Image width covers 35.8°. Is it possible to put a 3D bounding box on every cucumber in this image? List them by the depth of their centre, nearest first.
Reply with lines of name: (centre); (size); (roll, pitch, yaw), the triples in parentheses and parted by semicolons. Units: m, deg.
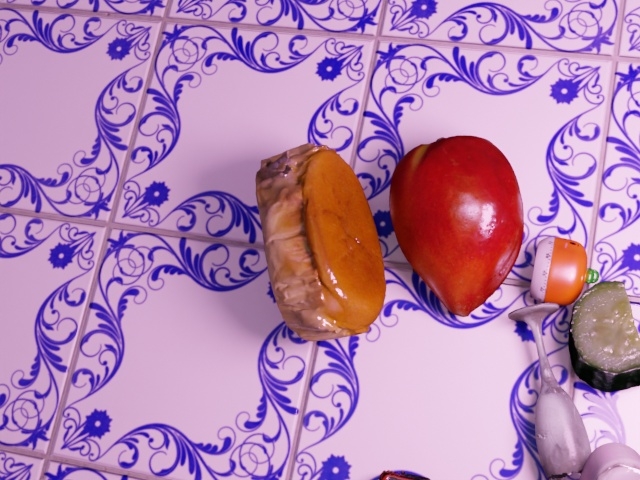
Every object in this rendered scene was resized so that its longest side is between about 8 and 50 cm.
cucumber: (0.534, 0.180, 1.809); (0.191, 0.130, 0.191); (-4, 65, 8)

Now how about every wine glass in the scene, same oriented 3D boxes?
wine glass: (0.342, 0.294, 1.830); (0.264, 0.096, 0.309); (-13, 71, 14)

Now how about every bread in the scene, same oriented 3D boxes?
bread: (0.005, 0.000, 1.925); (0.183, 0.236, 0.388); (-17, 78, 23)

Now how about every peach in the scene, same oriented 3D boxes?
peach: (0.257, -0.044, 1.889); (0.258, 0.201, 0.361); (-3, 72, 10)

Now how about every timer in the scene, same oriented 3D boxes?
timer: (0.462, 0.060, 1.868); (0.136, 0.099, 0.136); (-2, 83, 18)

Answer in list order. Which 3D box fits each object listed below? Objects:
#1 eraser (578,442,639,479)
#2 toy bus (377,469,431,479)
eraser: (0.518, 0.497, 1.649); (0.331, 0.150, 0.331); (1, 94, 9)
toy bus: (0.208, 0.486, 1.805); (0.235, 0.073, 0.096); (11, 66, 14)
